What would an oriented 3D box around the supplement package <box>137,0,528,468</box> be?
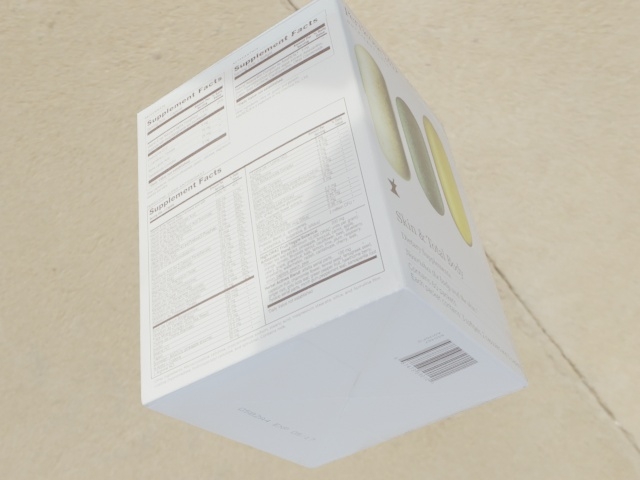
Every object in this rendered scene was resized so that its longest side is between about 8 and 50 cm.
[{"bbox_3d":[0.000,0.000,0.598,0.198,0.263,0.199,-27,142,22],"label":"supplement package"}]
